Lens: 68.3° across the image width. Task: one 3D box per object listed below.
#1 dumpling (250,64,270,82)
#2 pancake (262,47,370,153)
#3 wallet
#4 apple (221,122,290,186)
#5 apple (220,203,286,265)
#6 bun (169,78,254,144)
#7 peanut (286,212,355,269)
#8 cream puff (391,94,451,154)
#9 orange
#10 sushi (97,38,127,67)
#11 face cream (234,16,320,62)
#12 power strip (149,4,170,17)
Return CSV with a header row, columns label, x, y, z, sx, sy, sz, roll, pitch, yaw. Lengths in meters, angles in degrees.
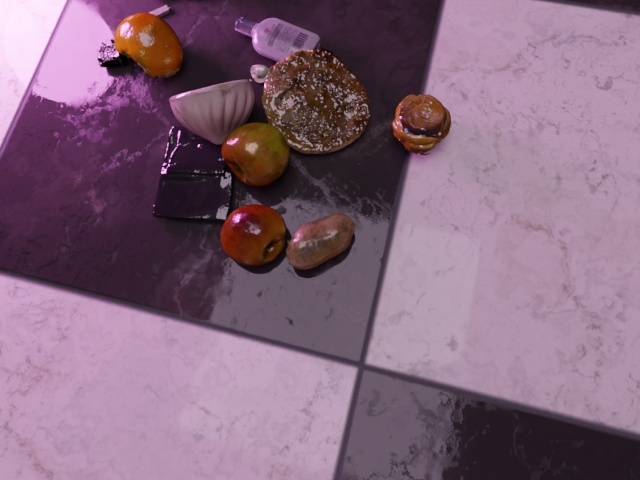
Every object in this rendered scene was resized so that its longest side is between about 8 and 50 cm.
label,x,y,z,sx,sy,sz,roll,pitch,yaw
dumpling,-0.200,-0.559,1.584,0.077,0.043,0.059,14,93,-8
pancake,-0.018,-0.442,1.505,0.356,0.065,0.356,1,84,-9
wallet,-0.391,-0.217,1.504,0.247,0.041,0.323,4,75,7
apple,-0.190,-0.264,1.428,0.196,0.196,0.196,-1,75,4
apple,-0.199,-0.022,1.391,0.195,0.160,0.173,-44,55,-14
bun,-0.320,-0.389,1.467,0.263,0.263,0.175,-13,106,0
peanut,0.000,0.000,1.377,0.224,0.129,0.129,-25,75,-12
cream puff,0.308,-0.350,1.448,0.189,0.129,0.189,0,66,1
orange,-0.573,-0.660,1.567,0.237,0.158,0.179,42,59,17
sushi,-0.726,-0.647,1.636,0.083,0.056,0.084,-15,75,7
face cream,-0.153,-0.679,1.595,0.291,0.071,0.144,24,81,9
power strip,-0.574,-0.817,1.689,0.083,0.017,0.027,-25,76,-3
